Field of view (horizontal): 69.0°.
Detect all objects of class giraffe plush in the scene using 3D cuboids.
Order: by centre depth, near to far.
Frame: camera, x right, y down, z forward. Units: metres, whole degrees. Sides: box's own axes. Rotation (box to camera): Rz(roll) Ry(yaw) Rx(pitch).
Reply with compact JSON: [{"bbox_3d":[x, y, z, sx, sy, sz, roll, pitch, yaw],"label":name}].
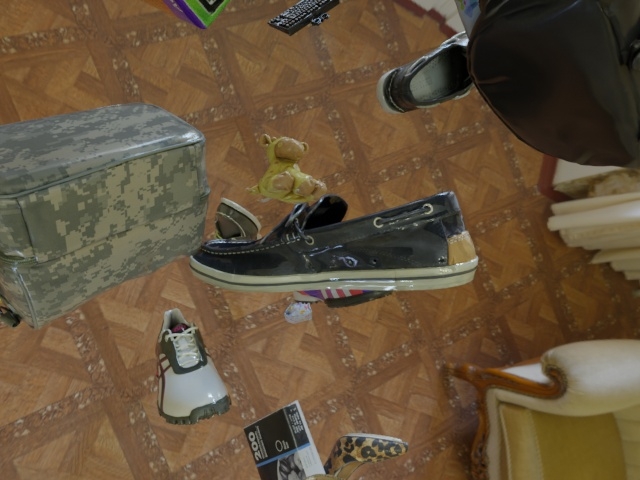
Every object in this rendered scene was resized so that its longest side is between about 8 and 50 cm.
[{"bbox_3d":[-0.088,-0.193,1.217,0.182,0.211,0.170,16,78,-49],"label":"giraffe plush"}]

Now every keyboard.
[{"bbox_3d":[-0.030,-0.543,1.109,0.108,0.023,0.180,35,64,24],"label":"keyboard"}]

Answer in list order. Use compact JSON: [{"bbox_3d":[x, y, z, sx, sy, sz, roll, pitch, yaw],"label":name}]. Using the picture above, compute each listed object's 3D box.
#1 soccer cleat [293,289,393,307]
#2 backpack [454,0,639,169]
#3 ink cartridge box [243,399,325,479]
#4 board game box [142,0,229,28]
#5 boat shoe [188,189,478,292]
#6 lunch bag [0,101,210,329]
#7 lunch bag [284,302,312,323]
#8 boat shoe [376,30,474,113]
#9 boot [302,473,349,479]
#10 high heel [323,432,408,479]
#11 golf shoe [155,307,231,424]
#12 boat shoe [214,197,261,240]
[{"bbox_3d":[0.030,0.077,0.996,0.109,0.318,0.116,-7,90,-31],"label":"soccer cleat"},{"bbox_3d":[0.278,-0.298,0.510,0.290,0.274,0.355,27,85,-45],"label":"backpack"},{"bbox_3d":[-0.072,0.426,0.855,0.045,0.208,0.206,-6,63,-41],"label":"ink cartridge box"},{"bbox_3d":[-0.173,-0.462,0.351,0.356,0.356,0.356,-51,144,-1],"label":"board game box"},{"bbox_3d":[0.000,0.000,0.786,0.187,0.501,0.155,-22,107,-66],"label":"boat shoe"},{"bbox_3d":[-0.323,-0.034,0.668,0.305,0.213,0.255,-29,136,-38],"label":"lunch bag"},{"bbox_3d":[-0.071,0.222,1.437,0.084,0.071,0.053,-17,64,-8],"label":"lunch bag"},{"bbox_3d":[0.247,-0.310,0.852,0.303,0.091,0.114,-34,112,-17],"label":"boat shoe"},{"bbox_3d":[0.072,0.308,0.325,0.095,0.262,0.203,-8,104,-39],"label":"boot"},{"bbox_3d":[0.051,0.465,0.870,0.093,0.262,0.186,37,44,-45],"label":"high heel"},{"bbox_3d":[-0.227,0.204,0.766,0.105,0.273,0.120,-12,104,-27],"label":"golf shoe"},{"bbox_3d":[-0.217,-0.019,1.188,0.109,0.305,0.091,32,76,7],"label":"boat shoe"}]
